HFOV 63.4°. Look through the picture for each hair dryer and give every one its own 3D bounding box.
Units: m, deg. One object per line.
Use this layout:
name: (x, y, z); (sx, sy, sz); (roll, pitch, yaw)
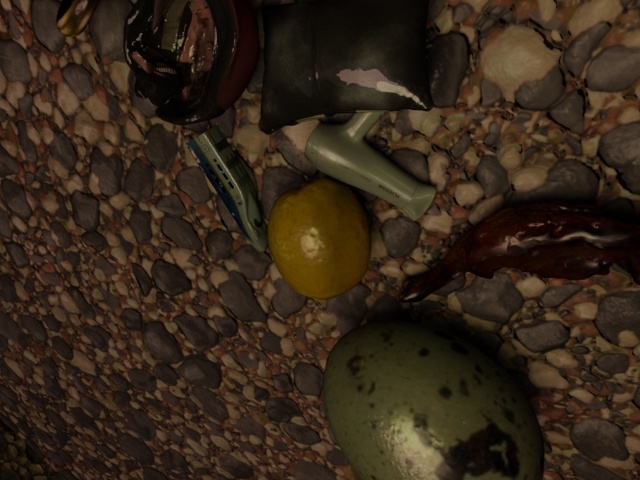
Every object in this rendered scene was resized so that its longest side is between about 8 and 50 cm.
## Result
hair dryer: (0.110, -0.165, 0.736); (0.207, 0.075, 0.237); (28, 120, -2)

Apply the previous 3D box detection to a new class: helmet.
helmet: (-0.164, -0.275, 0.723); (0.253, 0.154, 0.198); (-28, 93, 40)

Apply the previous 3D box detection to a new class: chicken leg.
chicken leg: (0.276, 0.019, 0.746); (0.407, 0.095, 0.158); (-17, 131, 35)

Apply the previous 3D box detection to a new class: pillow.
pillow: (0.027, -0.242, 0.673); (0.250, 0.106, 0.185); (-2, 84, 26)

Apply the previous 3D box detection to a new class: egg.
egg: (0.174, 0.290, 0.841); (0.379, 0.288, 0.287); (40, 130, 16)

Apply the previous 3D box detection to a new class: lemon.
lemon: (0.000, 0.000, 0.818); (0.170, 0.170, 0.207); (2, 122, 25)

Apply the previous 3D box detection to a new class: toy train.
toy train: (-0.144, -0.084, 0.905); (0.051, 0.052, 0.233); (-22, 108, 30)

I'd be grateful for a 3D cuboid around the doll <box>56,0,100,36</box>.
doll: (-0.319, -0.471, 0.674); (0.340, 0.209, 0.317); (-13, 81, 30)
